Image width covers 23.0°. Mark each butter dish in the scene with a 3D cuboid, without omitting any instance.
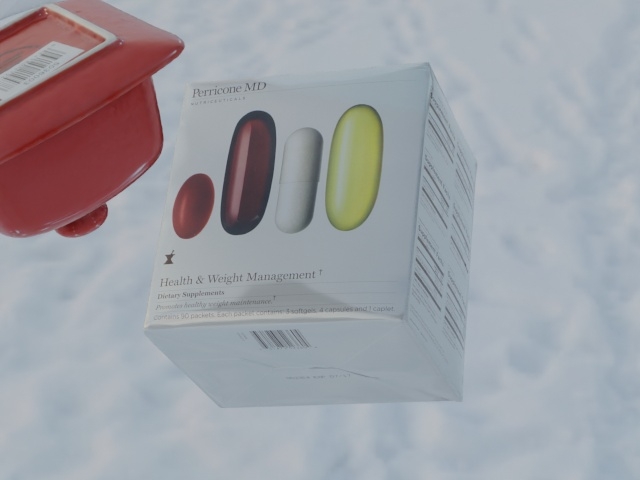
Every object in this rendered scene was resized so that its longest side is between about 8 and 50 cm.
[{"bbox_3d":[-0.157,-0.055,0.908,0.160,0.118,0.160,-33,33,-19],"label":"butter dish"}]

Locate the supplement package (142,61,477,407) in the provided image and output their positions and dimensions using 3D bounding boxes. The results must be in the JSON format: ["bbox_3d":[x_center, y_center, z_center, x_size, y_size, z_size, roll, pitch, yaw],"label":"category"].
[{"bbox_3d":[0.000,0.000,1.141,0.194,0.203,0.149,-4,-29,19],"label":"supplement package"}]

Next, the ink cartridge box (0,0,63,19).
[{"bbox_3d":[-0.015,-0.235,0.514,0.285,0.166,0.395,-17,26,6],"label":"ink cartridge box"}]
